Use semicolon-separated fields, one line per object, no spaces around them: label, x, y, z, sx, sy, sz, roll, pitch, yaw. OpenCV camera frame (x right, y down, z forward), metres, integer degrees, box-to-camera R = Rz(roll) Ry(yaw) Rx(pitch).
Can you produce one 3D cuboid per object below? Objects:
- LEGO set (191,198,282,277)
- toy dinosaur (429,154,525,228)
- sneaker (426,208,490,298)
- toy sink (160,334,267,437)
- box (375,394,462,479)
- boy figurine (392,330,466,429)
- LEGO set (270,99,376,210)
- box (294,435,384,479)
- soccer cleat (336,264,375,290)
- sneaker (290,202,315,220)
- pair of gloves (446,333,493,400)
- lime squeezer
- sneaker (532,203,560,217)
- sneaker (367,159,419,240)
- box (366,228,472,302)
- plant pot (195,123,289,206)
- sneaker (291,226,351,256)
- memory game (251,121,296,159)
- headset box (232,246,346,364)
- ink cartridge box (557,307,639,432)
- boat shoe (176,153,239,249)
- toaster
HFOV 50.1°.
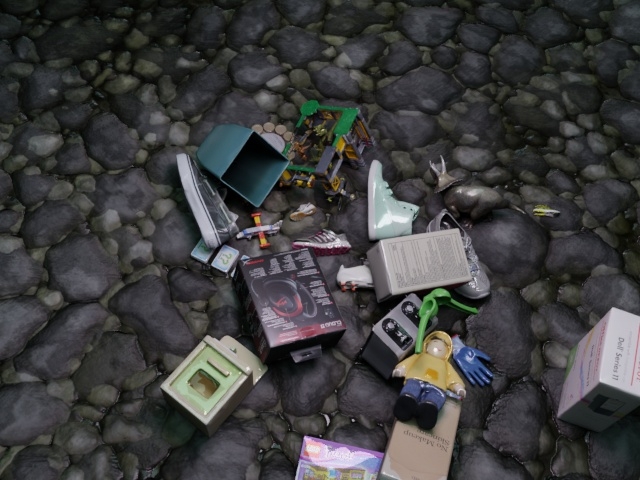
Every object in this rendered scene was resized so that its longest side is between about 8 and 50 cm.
LEGO set;-0.230;-0.019;1.958;0.182;0.060;0.244;26;61;8
toy dinosaur;0.444;-0.112;1.996;0.313;0.160;0.121;21;60;10
sneaker;0.385;0.039;1.926;0.105;0.115;0.281;-22;63;-16
toy sink;-0.256;0.337;1.697;0.152;0.131;0.234;35;63;16
box;0.223;0.484;1.570;0.148;0.121;0.311;19;32;8
boy figurine;0.267;0.325;1.637;0.177;0.092;0.285;18;33;15
LEGO set;0.020;-0.251;2.073;0.254;0.192;0.331;3;60;28
box;0.081;0.592;1.606;0.293;0.057;0.201;12;58;3
soccer cleat;0.143;0.104;1.903;0.196;0.068;0.076;5;56;3
sneaker;-0.057;-0.086;2.028;0.083;0.032;0.037;-21;49;-21
pair of gloves;0.352;0.340;1.798;0.198;0.023;0.159;-30;67;-19
lime squeezer;0.288;0.183;1.703;0.310;0.058;0.110;-20;94;-50
sneaker;0.685;-0.094;2.075;0.083;0.031;0.035;7;58;1
sneaker;0.213;-0.119;2.022;0.151;0.094;0.256;-1;69;2
box;0.260;0.068;1.822;0.232;0.127;0.149;-8;77;-16
plant pot;-0.246;-0.237;1.989;0.234;0.165;0.165;31;85;48
sneaker;0.000;0.000;1.958;0.170;0.063;0.075;-2;59;-11
memory game;-0.163;-0.299;2.156;0.186;0.012;0.186;1;59;-2
headset box;-0.081;0.179;1.794;0.218;0.110;0.293;-11;60;-24
ink cartridge box;0.700;0.304;1.647;0.119;0.353;0.207;19;59;8
boat shoe;-0.324;-0.121;1.975;0.119;0.121;0.335;-20;63;-13
toaster;0.195;0.252;1.761;0.168;0.186;0.110;-36;69;-30
